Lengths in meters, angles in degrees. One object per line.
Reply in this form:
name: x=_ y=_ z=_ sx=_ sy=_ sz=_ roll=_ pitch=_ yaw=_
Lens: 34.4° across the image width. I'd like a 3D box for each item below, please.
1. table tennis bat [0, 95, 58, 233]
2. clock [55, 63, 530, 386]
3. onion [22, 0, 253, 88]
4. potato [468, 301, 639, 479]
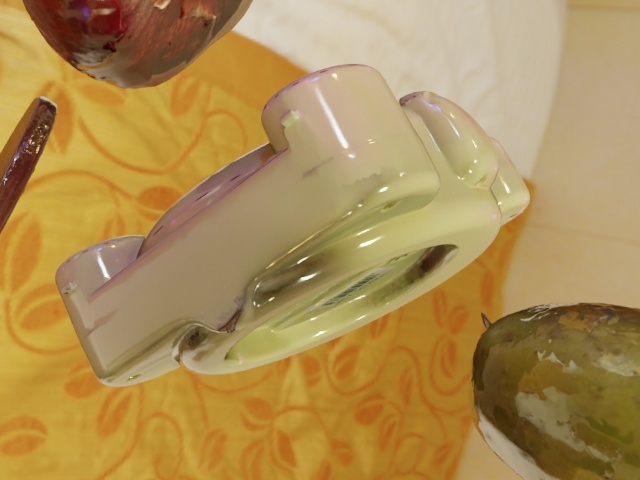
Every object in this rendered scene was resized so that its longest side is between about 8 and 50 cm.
table tennis bat: x=-0.413 y=0.011 z=1.196 sx=0.051 sy=0.268 sz=0.415 roll=28 pitch=109 yaw=-21
clock: x=0.000 y=0.000 z=0.748 sx=0.309 sy=0.284 sz=0.114 roll=-4 pitch=62 yaw=-59
onion: x=-0.149 y=-0.260 z=0.802 sx=0.272 sy=0.195 sz=0.272 roll=-50 pitch=155 yaw=-33
potato: x=0.177 y=0.093 z=0.446 sx=0.113 sy=0.251 sz=0.149 roll=-58 pitch=159 yaw=-10
